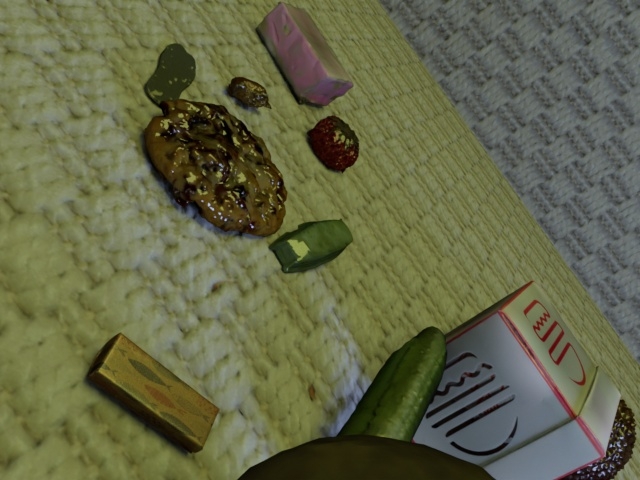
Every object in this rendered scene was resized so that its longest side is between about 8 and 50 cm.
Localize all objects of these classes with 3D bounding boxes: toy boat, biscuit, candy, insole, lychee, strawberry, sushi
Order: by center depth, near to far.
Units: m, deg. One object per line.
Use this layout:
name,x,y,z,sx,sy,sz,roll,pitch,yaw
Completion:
biscuit,-0.172,-0.143,1.306,0.334,0.081,0.289,-1,61,-61
insole,-0.289,-0.323,1.397,0.081,0.011,0.248,42,29,-22
toy boat,0.000,0.000,1.442,0.093,0.055,0.293,60,27,6
sushi,-0.155,-0.318,1.568,0.118,0.061,0.060,9,57,-29
lychee,0.601,0.453,1.690,0.267,0.267,0.267,39,30,-28
strawberry,0.041,-0.241,1.758,0.145,0.086,0.145,38,30,-26
candy,-0.042,-0.485,1.878,0.155,0.116,0.265,-8,64,-58

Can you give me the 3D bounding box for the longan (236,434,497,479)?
longan,0.053,0.392,0.693,0.436,0.404,0.404,28,37,-45

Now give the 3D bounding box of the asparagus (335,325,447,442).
asparagus,0.112,0.282,1.147,0.382,0.108,0.128,-45,142,-51

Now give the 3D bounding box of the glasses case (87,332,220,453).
glasses case,-0.208,0.194,0.894,0.170,0.041,0.065,44,40,-21

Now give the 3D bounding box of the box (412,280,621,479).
box,0.347,0.296,1.379,0.300,0.314,0.312,57,27,10
